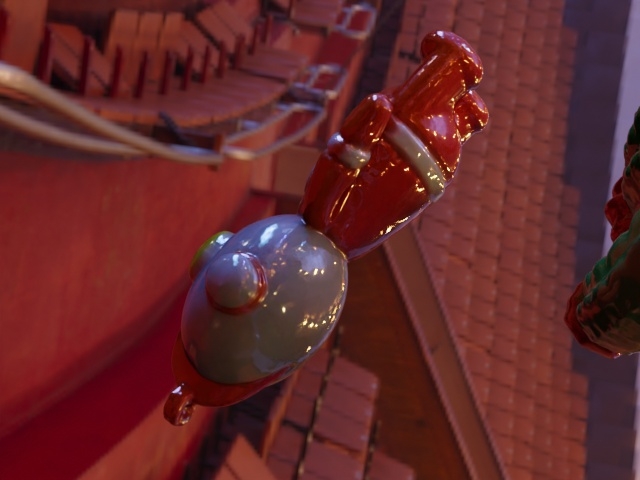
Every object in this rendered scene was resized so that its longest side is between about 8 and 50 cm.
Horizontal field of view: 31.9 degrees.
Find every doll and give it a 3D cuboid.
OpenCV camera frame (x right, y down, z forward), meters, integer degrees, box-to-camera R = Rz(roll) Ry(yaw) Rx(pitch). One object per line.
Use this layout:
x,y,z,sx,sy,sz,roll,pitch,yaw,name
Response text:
0.000,0.000,0.589,0.245,0.076,0.142,-47,158,-5,doll

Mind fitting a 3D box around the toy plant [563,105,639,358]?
0.138,-0.028,0.354,0.154,0.088,0.240,-45,171,-40,toy plant
